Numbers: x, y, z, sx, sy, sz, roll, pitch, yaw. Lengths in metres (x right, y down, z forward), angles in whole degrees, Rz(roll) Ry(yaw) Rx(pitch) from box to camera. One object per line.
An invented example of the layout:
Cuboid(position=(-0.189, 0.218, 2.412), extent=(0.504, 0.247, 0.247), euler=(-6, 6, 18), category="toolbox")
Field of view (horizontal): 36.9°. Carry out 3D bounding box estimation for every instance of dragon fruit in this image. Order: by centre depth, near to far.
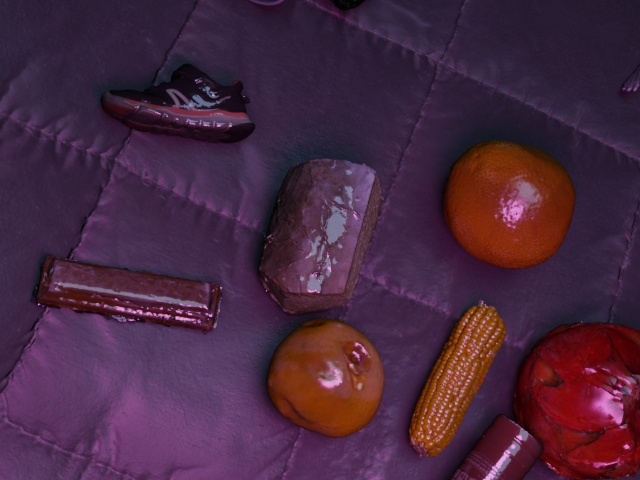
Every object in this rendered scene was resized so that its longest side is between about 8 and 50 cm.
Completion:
Cuboid(position=(0.501, 0.293, 1.743), extent=(0.295, 0.301, 0.296), euler=(0, 91, -26), category="dragon fruit")

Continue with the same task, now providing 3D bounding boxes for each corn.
Cuboid(position=(0.247, 0.259, 1.776), extent=(0.102, 0.102, 0.313), euler=(34, 69, -2), category="corn")

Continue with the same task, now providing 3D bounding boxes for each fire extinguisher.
Cuboid(position=(0.237, 0.459, 1.674), extent=(0.344, 0.102, 0.138), euler=(-50, 45, -7), category="fire extinguisher")

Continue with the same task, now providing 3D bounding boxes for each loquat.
Cuboid(position=(0.012, 0.240, 1.673), extent=(0.213, 0.213, 0.213), euler=(5, 71, -13), category="loquat")

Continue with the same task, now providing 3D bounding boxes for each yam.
Cuboid(position=(-0.005, -0.001, 1.753), extent=(0.201, 0.202, 0.272), euler=(6, 71, 10), category="yam")

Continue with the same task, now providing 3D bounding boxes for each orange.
Cuboid(position=(0.357, -0.075, 1.839), extent=(0.264, 0.264, 0.264), euler=(5, 71, -13), category="orange")

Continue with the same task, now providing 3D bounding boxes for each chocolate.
Cuboid(position=(-0.338, 0.092, 1.694), extent=(0.329, 0.065, 0.103), euler=(10, 70, -10), category="chocolate")

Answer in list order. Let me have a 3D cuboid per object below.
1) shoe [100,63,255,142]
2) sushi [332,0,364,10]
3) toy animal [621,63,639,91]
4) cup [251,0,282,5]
Cuboid(position=(-0.264, -0.269, 1.805), extent=(0.290, 0.114, 0.137), euler=(5, 76, -16), category="shoe")
Cuboid(position=(0.079, -0.577, 1.995), extent=(0.127, 0.124, 0.225), euler=(36, 61, -1), category="sushi")
Cuboid(position=(0.818, -0.454, 2.065), extent=(0.224, 0.284, 0.302), euler=(14, 70, -8), category="toy animal")
Cuboid(position=(-0.068, -0.652, 1.937), extent=(0.205, 0.205, 0.312), euler=(36, 67, -1), category="cup")
